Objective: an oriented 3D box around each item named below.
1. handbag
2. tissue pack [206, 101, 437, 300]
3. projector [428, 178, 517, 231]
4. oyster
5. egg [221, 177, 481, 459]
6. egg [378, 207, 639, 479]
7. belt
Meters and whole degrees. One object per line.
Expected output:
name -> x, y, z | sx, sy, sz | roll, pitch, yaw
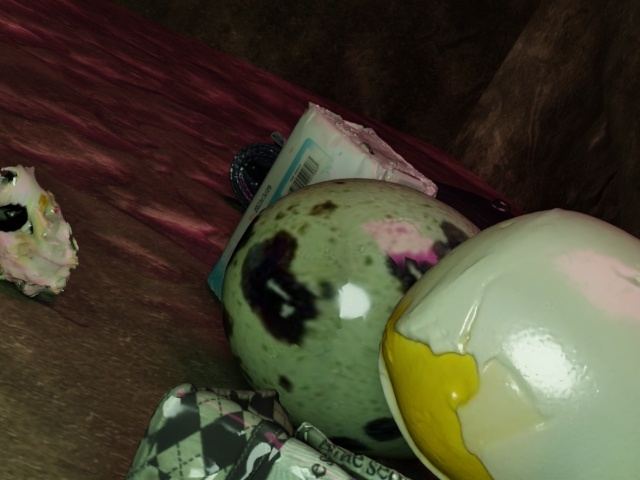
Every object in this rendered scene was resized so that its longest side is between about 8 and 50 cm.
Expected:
handbag -> 0.063, 0.262, 1.338 | 0.416, 0.180, 0.317 | 29, 3, 10
tissue pack -> -0.001, -0.001, 1.939 | 0.124, 0.271, 0.201 | 19, 17, -40
projector -> 0.208, 0.095, 2.145 | 0.395, 0.242, 0.405 | 41, 16, 33
oyster -> -0.320, -0.007, 1.687 | 0.133, 0.072, 0.209 | 29, 30, -42
egg -> 0.067, 0.089, 1.723 | 0.379, 0.287, 0.287 | 37, 6, -38
egg -> 0.230, 0.130, 1.465 | 0.345, 0.283, 0.283 | 35, 12, 9
belt -> -0.020, -0.067, 2.469 | 0.230, 0.139, 0.126 | 34, 13, 22
